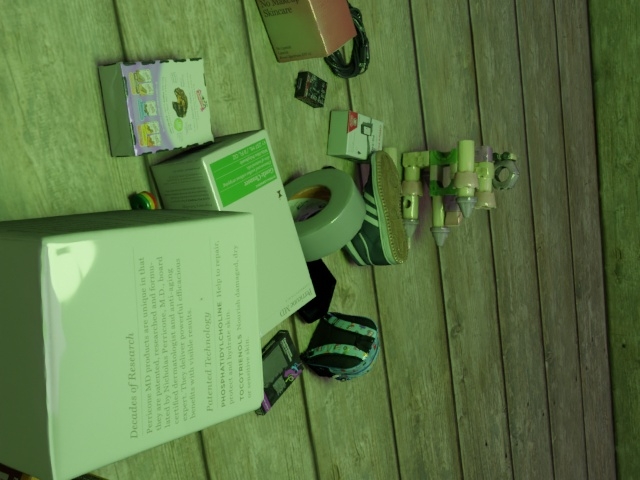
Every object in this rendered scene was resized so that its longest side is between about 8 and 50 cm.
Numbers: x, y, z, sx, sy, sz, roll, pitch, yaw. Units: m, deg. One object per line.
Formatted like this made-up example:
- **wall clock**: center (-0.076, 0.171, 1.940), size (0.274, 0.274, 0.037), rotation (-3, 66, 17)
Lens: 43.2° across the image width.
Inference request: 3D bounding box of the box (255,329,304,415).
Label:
- **box**: center (-0.106, 0.292, 1.798), size (0.162, 0.029, 0.116), rotation (-44, 126, -39)

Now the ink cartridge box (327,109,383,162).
- **ink cartridge box**: center (0.088, -0.251, 1.982), size (0.150, 0.063, 0.109), rotation (6, 87, -51)

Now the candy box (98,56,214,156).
- **candy box**: center (-0.298, -0.248, 1.490), size (0.196, 0.070, 0.164), rotation (-19, 107, -49)

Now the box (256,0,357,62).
- **box**: center (-0.042, -0.517, 1.733), size (0.127, 0.149, 0.232), rotation (-45, 125, -39)

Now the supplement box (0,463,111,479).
- **supplement box**: center (-0.441, 0.418, 1.253), size (0.194, 0.191, 0.129), rotation (30, 69, -49)

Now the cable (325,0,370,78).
- **cable**: center (0.059, -0.486, 1.954), size (0.151, 0.047, 0.184), rotation (-16, 108, -45)

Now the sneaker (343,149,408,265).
- **sneaker**: center (0.119, -0.071, 1.984), size (0.099, 0.153, 0.282), rotation (1, 80, -50)

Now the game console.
- **game console**: center (0.000, 0.000, 1.888), size (0.213, 0.044, 0.361), rotation (57, 44, -51)

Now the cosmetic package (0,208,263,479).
- **cosmetic package**: center (-0.342, 0.127, 1.251), size (0.394, 0.329, 0.327), rotation (-10, 100, -50)

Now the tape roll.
- **tape roll**: center (-0.014, -0.056, 1.740), size (0.219, 0.219, 0.072), rotation (-58, 135, -32)

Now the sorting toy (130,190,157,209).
- **sorting toy**: center (-0.257, 0.034, 1.509), size (0.046, 0.132, 0.274), rotation (-37, 120, -46)

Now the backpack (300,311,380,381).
- **backpack**: center (0.067, 0.253, 1.897), size (0.117, 0.173, 0.158), rotation (52, 53, -40)

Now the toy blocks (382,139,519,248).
- **toy blocks**: center (0.341, -0.109, 2.138), size (0.309, 0.289, 0.260), rotation (3, 86, -55)

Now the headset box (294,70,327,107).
- **headset box**: center (-0.024, -0.348, 1.860), size (0.083, 0.032, 0.062), rotation (18, 78, -50)

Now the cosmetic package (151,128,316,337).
- **cosmetic package**: center (-0.165, -0.012, 1.592), size (0.197, 0.155, 0.365), rotation (-36, 114, -46)
